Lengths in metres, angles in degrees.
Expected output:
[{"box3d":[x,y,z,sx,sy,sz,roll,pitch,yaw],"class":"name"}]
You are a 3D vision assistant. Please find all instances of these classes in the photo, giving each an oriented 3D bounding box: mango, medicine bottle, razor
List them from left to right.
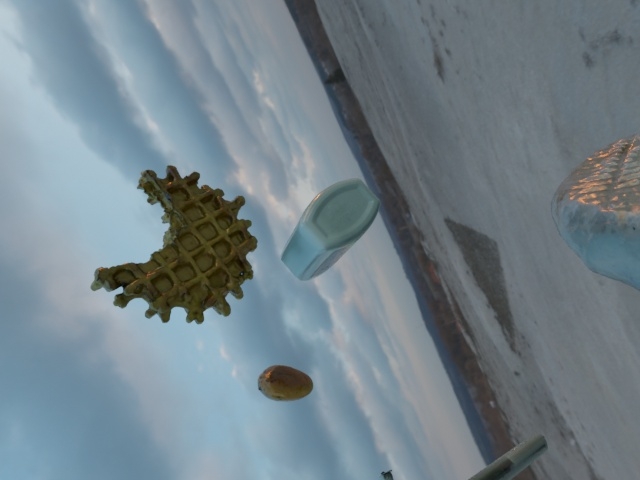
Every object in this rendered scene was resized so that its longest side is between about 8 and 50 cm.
[{"box3d":[-0.070,0.288,0.815,0.079,0.114,0.057,-101,21,-66],"class":"mango"},{"box3d":[0.000,0.000,0.628,0.083,0.121,0.229,48,154,4],"class":"medicine bottle"},{"box3d":[0.146,0.207,0.350,0.211,0.036,0.084,-3,-128,-36],"class":"razor"}]

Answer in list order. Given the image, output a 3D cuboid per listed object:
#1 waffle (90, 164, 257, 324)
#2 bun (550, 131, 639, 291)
[{"box3d":[-0.233,0.006,0.729,0.259,0.069,0.293,20,-121,-24],"class":"waffle"},{"box3d":[0.500,-0.039,0.527,0.354,0.354,0.194,-87,-27,-69],"class":"bun"}]
